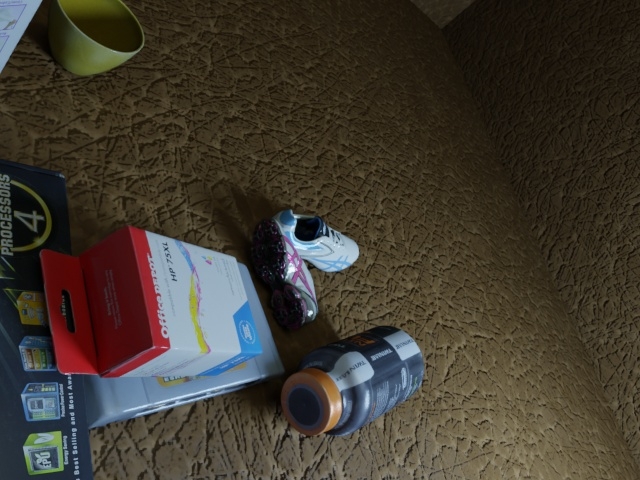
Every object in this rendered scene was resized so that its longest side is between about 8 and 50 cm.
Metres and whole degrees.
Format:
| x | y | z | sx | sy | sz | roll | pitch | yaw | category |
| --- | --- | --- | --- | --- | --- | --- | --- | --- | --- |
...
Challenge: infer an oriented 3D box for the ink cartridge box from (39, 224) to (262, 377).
| x | y | z | sx | sy | sz | roll | pitch | yaw | category |
| --- | --- | --- | --- | --- | --- | --- | --- | --- | --- |
| -0.171 | 0.071 | 0.605 | 0.231 | 0.078 | 0.134 | 23 | 43 | -60 | ink cartridge box |

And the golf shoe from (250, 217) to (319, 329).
| x | y | z | sx | sy | sz | roll | pitch | yaw | category |
| --- | --- | --- | --- | --- | --- | --- | --- | --- | --- |
| -0.057 | 0.051 | 0.923 | 0.086 | 0.067 | 0.186 | -13 | 84 | -62 | golf shoe |

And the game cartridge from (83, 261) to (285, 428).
| x | y | z | sx | sy | sz | roll | pitch | yaw | category |
| --- | --- | --- | --- | --- | --- | --- | --- | --- | --- |
| -0.184 | 0.109 | 0.721 | 0.297 | 0.062 | 0.198 | 0 | 65 | -52 | game cartridge |

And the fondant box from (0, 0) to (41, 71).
| x | y | z | sx | sy | sz | roll | pitch | yaw | category |
| --- | --- | --- | --- | --- | --- | --- | --- | --- | --- |
| -0.401 | -0.340 | 0.580 | 0.238 | 0.330 | 0.096 | 52 | 36 | -6 | fondant box |

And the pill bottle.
| x | y | z | sx | sy | sz | roll | pitch | yaw | category |
| --- | --- | --- | --- | --- | --- | --- | --- | --- | --- |
| 0.049 | 0.214 | 0.853 | 0.246 | 0.130 | 0.130 | -6 | 66 | -54 | pill bottle |

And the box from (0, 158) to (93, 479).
| x | y | z | sx | sy | sz | roll | pitch | yaw | category |
| --- | --- | --- | --- | --- | --- | --- | --- | --- | --- |
| -0.368 | 0.088 | 0.459 | 0.318 | 0.097 | 0.394 | 11 | 53 | -43 | box |

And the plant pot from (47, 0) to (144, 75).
| x | y | z | sx | sy | sz | roll | pitch | yaw | category |
| --- | --- | --- | --- | --- | --- | --- | --- | --- | --- |
| -0.347 | -0.302 | 0.834 | 0.134 | 0.095 | 0.134 | 34 | 38 | -31 | plant pot |

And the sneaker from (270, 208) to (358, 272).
| x | y | z | sx | sy | sz | roll | pitch | yaw | category |
| --- | --- | --- | --- | --- | --- | --- | --- | --- | --- |
| 0.000 | 0.000 | 1.024 | 0.237 | 0.086 | 0.085 | 15 | 48 | -47 | sneaker |
